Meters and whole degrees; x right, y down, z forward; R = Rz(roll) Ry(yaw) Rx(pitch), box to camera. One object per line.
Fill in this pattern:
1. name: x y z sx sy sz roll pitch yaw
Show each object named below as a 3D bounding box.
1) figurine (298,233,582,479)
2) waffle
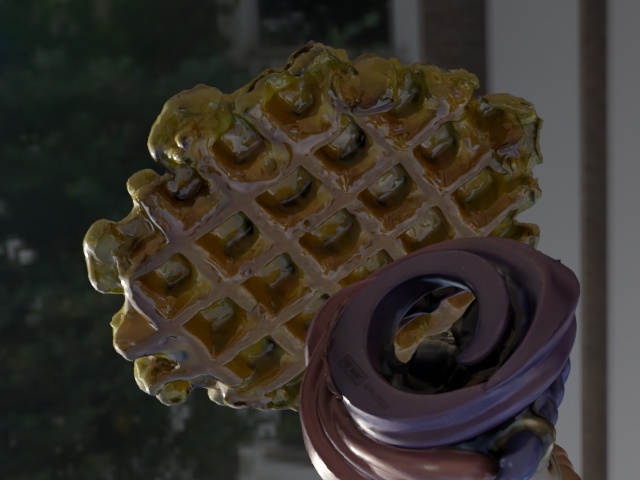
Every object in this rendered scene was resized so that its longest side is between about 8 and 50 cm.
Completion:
1. figurine: 0.051 0.077 0.752 0.114 0.157 0.126 -27 -137 -22
2. waffle: 0.000 0.000 1.292 0.325 0.302 0.068 -1 -144 -19
